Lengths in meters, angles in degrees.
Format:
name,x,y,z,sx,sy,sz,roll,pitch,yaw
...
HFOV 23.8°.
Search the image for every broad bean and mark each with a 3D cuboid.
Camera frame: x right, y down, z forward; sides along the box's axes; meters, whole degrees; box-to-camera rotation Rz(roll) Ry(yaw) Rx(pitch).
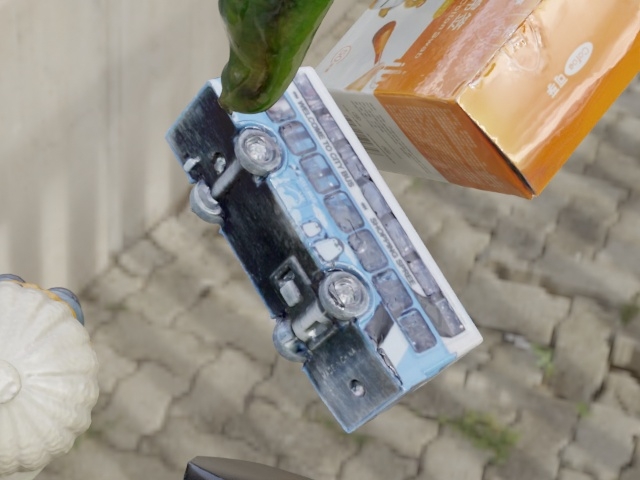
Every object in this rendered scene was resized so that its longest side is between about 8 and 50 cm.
name,x,y,z,sx,sy,sz,roll,pitch,yaw
broad bean,0.056,-0.171,0.743,0.292,0.144,0.049,-25,27,7

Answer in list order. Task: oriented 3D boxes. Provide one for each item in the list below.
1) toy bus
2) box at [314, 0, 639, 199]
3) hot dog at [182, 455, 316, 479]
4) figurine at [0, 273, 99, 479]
name,x,y,z,sx,sy,sz,roll,pitch,yaw
toy bus,0.000,0.000,1.251,0.131,0.106,0.297,-21,74,-40
box,0.160,-0.182,1.571,0.225,0.143,0.341,-50,26,-12
hot dog,0.059,0.256,1.052,0.326,0.107,0.194,20,2,24
figurine,-0.292,0.099,1.419,0.185,0.204,0.332,14,26,-6
